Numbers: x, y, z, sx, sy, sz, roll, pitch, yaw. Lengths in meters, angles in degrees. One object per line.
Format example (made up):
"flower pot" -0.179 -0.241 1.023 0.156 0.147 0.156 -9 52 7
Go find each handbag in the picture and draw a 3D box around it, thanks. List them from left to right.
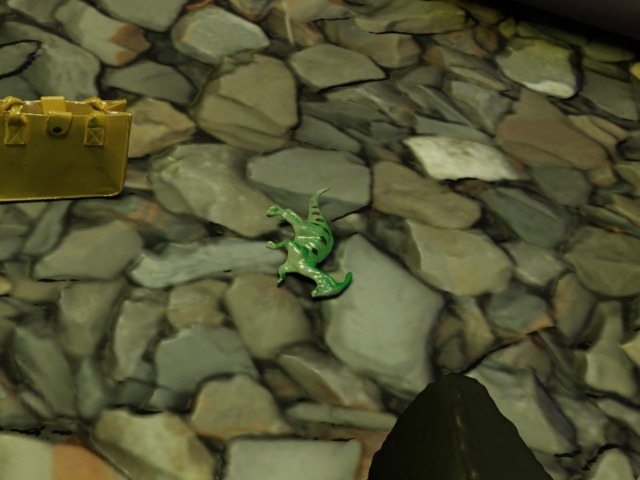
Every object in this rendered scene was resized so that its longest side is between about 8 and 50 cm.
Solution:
"handbag" -0.149 -0.052 0.788 0.083 0.061 0.027 -3 40 -19

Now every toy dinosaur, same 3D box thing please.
"toy dinosaur" 0.000 0.000 0.804 0.062 0.021 0.083 39 48 17

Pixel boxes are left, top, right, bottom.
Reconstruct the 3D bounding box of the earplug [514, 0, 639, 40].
"earplug" 0.326 -0.216 1.032 0.456 0.215 0.215 21 39 3

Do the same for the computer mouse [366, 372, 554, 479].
"computer mouse" 0.060 0.185 0.484 0.087 0.168 0.295 -7 41 -22

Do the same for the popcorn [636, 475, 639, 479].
"popcorn" 0.212 0.140 0.613 0.167 0.152 0.148 40 77 -5
